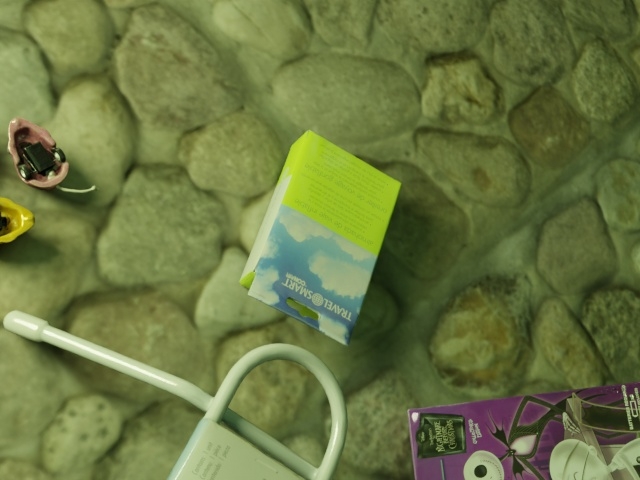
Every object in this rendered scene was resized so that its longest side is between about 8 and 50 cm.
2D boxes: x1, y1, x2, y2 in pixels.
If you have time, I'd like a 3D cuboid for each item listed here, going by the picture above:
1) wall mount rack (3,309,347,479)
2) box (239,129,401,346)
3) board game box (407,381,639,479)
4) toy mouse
[{"bbox_3d":[-0.138,0.209,0.655,0.304,0.130,0.350,37,59,-16],"label":"wall mount rack"},{"bbox_3d":[0.000,0.000,0.847,0.109,0.042,0.178,28,61,-16],"label":"box"},{"bbox_3d":[0.194,0.302,0.765,0.208,0.056,0.347,-11,70,14],"label":"board game box"},{"bbox_3d":[-0.263,-0.062,0.734,0.161,0.031,0.143,-8,77,-31],"label":"toy mouse"}]
